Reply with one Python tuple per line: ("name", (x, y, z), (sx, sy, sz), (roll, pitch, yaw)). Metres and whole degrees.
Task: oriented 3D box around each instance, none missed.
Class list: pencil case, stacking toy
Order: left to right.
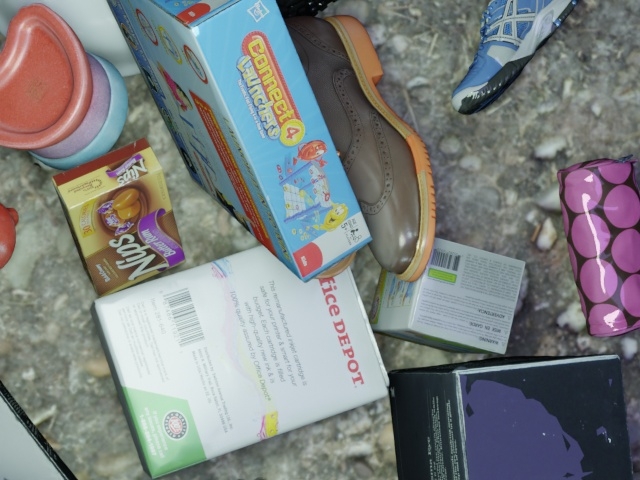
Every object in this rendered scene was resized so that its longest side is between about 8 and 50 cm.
("stacking toy", (-0.367, -0.128, 1.673), (0.309, 0.130, 0.279), (-45, 65, 9))
("pencil case", (0.344, 0.007, 1.810), (0.098, 0.095, 0.209), (-8, 89, -26))

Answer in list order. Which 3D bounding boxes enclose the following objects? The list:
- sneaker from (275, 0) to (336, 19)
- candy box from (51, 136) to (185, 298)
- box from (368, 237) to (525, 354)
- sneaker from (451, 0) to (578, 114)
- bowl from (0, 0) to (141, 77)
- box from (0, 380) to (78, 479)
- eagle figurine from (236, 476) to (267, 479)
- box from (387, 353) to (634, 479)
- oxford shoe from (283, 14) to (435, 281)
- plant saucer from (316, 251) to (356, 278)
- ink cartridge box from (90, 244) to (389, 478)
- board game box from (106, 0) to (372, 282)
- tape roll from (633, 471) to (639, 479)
("sneaker", (-0.011, -0.343, 1.781), (0.283, 0.107, 0.124), (-32, 77, -15))
("candy box", (-0.215, -0.021, 1.660), (0.109, 0.187, 0.053), (-24, 58, -12))
("box", (0.135, 0.064, 1.706), (0.114, 0.203, 0.103), (15, 83, -11))
("sneaker", (0.214, -0.233, 1.817), (0.081, 0.080, 0.211), (40, 70, 1))
("bowl", (-0.243, -0.336, 1.708), (0.298, 0.134, 0.298), (1, 84, -10))
("box", (-0.320, 0.236, 1.579), (0.103, 0.261, 0.184), (-41, 93, -11))
("eagle figurine", (-0.079, 0.419, 1.653), (0.226, 0.225, 0.298), (15, 93, 1))
("box", (0.204, 0.297, 1.644), (0.179, 0.312, 0.343), (-5, 87, -11))
("oxford shoe", (0.018, -0.101, 1.670), (0.132, 0.130, 0.364), (-1, 48, -28))
("plant saucer", (0.000, 0.000, 1.667), (0.083, 0.013, 0.083), (2, 81, -11))
("ink cartridge box", (-0.091, 0.121, 1.703), (0.278, 0.117, 0.201), (-18, 87, -12))
("board game box", (-0.098, -0.151, 1.574), (0.086, 0.302, 0.308), (-32, 125, -13))
("tape roll", (0.404, 0.373, 1.709), (0.169, 0.246, 0.246), (-8, 87, -10))
